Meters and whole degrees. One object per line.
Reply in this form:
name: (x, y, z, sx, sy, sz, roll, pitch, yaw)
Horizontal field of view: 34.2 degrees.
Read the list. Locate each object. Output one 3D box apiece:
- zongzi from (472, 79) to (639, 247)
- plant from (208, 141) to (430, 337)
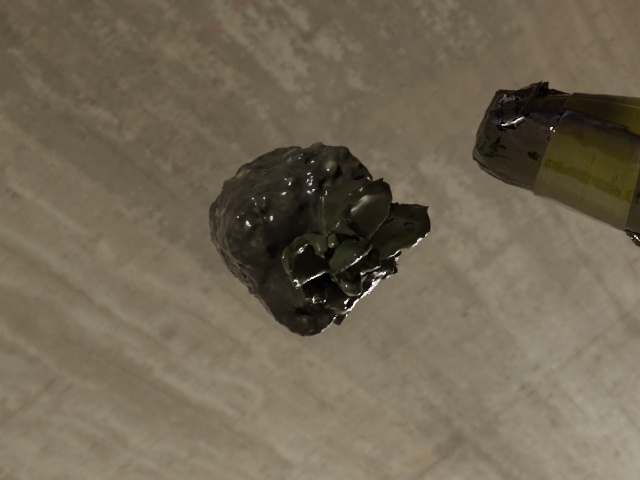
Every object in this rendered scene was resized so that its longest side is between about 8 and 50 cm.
zongzi: (0.383, -0.152, 1.415, 0.289, 0.154, 0.317, 27, -141, 13)
plant: (0.000, 0.000, 1.317, 0.213, 0.215, 0.312, 56, 165, -27)
